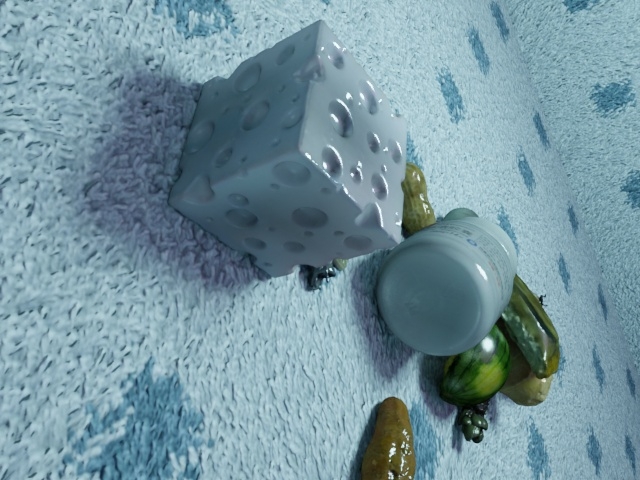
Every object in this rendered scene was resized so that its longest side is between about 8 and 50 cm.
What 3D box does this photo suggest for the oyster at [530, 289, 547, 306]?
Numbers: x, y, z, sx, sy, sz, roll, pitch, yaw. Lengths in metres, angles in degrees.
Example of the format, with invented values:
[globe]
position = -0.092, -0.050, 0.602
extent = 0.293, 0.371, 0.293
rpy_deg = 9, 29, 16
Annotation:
[oyster]
position = 0.576, 0.249, 1.726
extent = 0.197, 0.133, 0.337
rpy_deg = 88, 7, -51

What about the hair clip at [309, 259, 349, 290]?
[hair clip]
position = 0.007, -0.002, 1.087
extent = 0.146, 0.056, 0.187
rpy_deg = 40, 43, -50

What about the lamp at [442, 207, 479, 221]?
[lamp]
position = 0.365, -0.033, 1.577
extent = 0.105, 0.105, 0.105
rpy_deg = 27, 56, -48

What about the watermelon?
[watermelon]
position = 0.357, 0.277, 1.363
extent = 0.232, 0.127, 0.204
rpy_deg = -37, 145, -46

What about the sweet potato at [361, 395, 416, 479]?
[sweet potato]
position = 0.110, 0.414, 1.029
extent = 0.354, 0.106, 0.095
rpy_deg = -60, 160, -46

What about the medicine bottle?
[medicine bottle]
position = 0.277, 0.079, 1.275
extent = 0.306, 0.245, 0.245
rpy_deg = -26, 99, -57

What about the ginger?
[ginger]
position = 0.453, 0.262, 1.550
extent = 0.126, 0.190, 0.354
rpy_deg = 18, 48, -82

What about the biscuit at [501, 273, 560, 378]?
[biscuit]
position = 0.483, 0.165, 1.481
extent = 0.335, 0.078, 0.329
rpy_deg = 52, 23, -2

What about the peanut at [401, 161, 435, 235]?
[peanut]
position = 0.214, -0.089, 1.403
extent = 0.089, 0.089, 0.192
rpy_deg = -27, 104, -56

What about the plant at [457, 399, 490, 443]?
[plant]
position = 0.356, 0.398, 1.421
extent = 0.085, 0.087, 0.174
rpy_deg = 30, 42, -9

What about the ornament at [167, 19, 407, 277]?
[ornament]
position = -0.035, -0.120, 0.902
extent = 0.240, 0.240, 0.239
rpy_deg = 40, 47, -40
